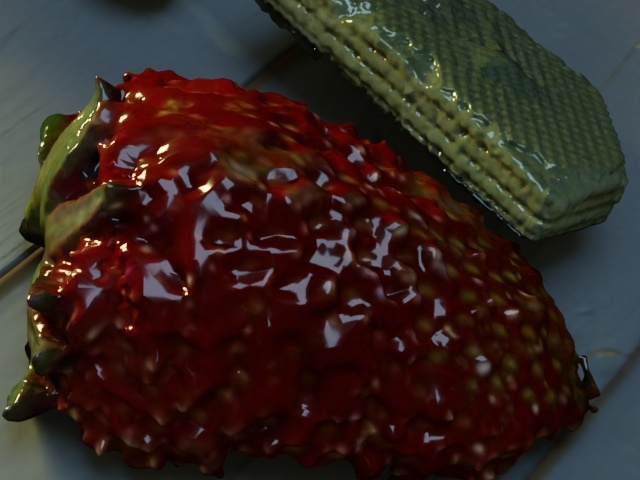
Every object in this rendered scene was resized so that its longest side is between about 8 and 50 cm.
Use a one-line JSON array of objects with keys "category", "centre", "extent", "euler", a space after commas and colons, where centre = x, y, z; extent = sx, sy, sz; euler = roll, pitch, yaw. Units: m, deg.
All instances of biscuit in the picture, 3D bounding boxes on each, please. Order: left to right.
[{"category": "biscuit", "centre": [0.080, -0.101, 0.922], "extent": [0.150, 0.052, 0.252], "euler": [-12, 51, -49]}]

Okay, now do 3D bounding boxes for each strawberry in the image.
[{"category": "strawberry", "centre": [0.000, 0.000, 0.799], "extent": [0.306, 0.138, 0.233], "euler": [4, 48, -7]}]
